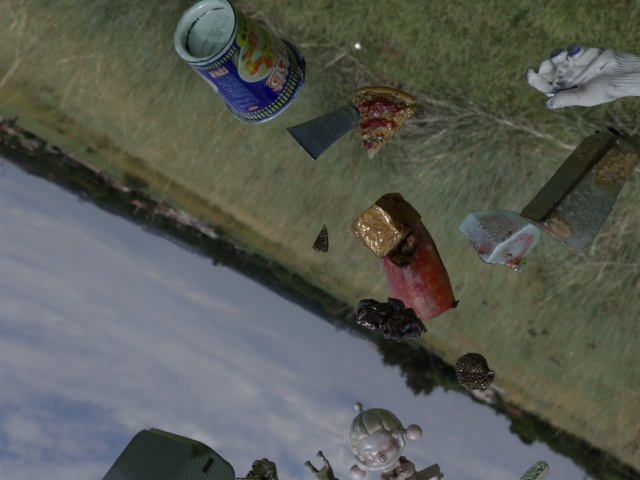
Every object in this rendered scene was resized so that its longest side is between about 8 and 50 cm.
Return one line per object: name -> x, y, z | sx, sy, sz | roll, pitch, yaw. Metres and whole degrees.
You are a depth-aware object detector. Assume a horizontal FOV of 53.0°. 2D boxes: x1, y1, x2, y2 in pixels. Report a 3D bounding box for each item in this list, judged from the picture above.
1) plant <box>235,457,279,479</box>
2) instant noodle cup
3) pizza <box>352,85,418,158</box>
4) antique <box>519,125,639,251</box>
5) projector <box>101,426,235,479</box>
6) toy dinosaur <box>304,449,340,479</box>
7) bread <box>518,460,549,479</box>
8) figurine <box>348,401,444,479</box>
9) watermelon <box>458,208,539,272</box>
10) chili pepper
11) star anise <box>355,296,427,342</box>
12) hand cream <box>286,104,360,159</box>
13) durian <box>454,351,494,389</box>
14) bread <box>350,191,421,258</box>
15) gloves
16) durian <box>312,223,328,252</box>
plant -> -0.192, 0.712, 1.935 | 0.122, 0.104, 0.116 | 6, 159, -28
instant noodle cup -> -0.233, -0.512, 1.785 | 0.284, 0.284, 0.312 | 26, 179, 29
pizza -> 0.152, -0.315, 1.696 | 0.188, 0.198, 0.062 | 13, 177, 28
antique -> 0.612, -0.129, 1.483 | 0.150, 0.284, 0.125 | 30, -171, -18
projector -> -0.270, 0.427, 0.986 | 0.198, 0.250, 0.108 | -9, 128, 48
toy dinosaur -> 0.040, 0.820, 2.202 | 0.200, 0.072, 0.251 | 49, 162, 3
bread -> 0.521, 0.644, 1.657 | 0.036, 0.193, 0.112 | 45, -179, 40
figurine -> 0.161, 0.487, 1.483 | 0.144, 0.182, 0.256 | -27, -96, -54
watermelon -> 0.699, 0.009, 2.417 | 0.320, 0.213, 0.289 | 45, 146, -9
chili pepper -> 0.288, 0.097, 2.068 | 0.251, 0.229, 0.305 | -82, -32, -52
star anise -> 0.185, 0.204, 1.750 | 0.214, 0.098, 0.220 | 12, -173, -39
hand cream -> 0.015, -0.254, 1.443 | 0.091, 0.058, 0.271 | 50, -143, -2
durian -> 0.325, 0.273, 1.342 | 0.080, 0.080, 0.091 | 32, 149, -30
bread -> 0.195, -0.050, 1.931 | 0.143, 0.158, 0.149 | 48, -146, -1
gloves -> 0.452, -0.279, 1.092 | 0.229, 0.119, 0.097 | 1, 170, -19
durian -> 0.010, 0.001, 2.075 | 0.052, 0.066, 0.130 | 22, 145, 9
